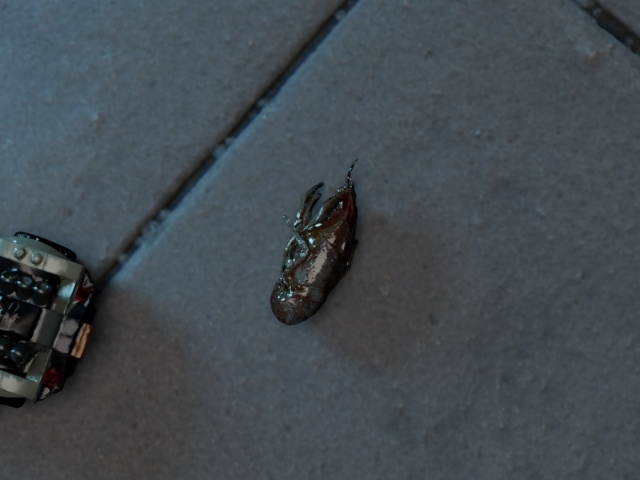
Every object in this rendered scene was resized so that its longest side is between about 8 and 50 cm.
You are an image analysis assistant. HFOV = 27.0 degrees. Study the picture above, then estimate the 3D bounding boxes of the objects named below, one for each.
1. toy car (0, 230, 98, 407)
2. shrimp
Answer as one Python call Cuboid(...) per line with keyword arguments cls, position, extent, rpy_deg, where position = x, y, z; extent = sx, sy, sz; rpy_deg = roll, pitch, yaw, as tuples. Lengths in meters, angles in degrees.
Cuboid(cls="toy car", position=(-0.383, 0.058, 1.413), extent=(0.301, 0.118, 0.193), rpy_deg=(19, 81, 8))
Cuboid(cls="shrimp", position=(0.000, 0.000, 1.416), extent=(0.073, 0.075, 0.190), rpy_deg=(22, 93, 25))
